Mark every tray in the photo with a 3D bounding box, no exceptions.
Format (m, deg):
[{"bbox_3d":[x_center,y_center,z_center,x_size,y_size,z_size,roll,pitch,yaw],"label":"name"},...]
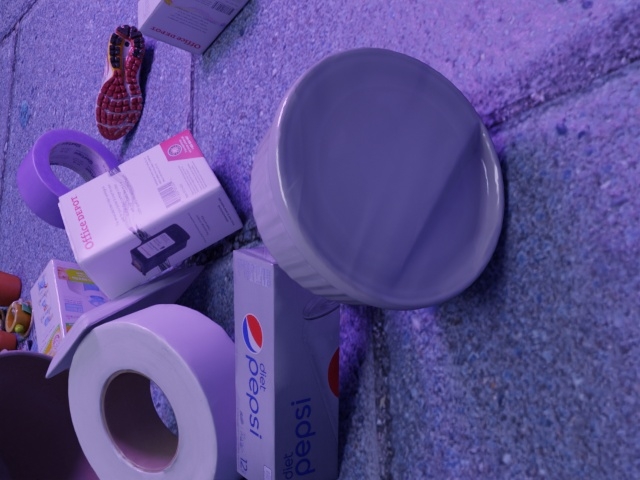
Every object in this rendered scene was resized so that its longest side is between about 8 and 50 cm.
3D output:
[{"bbox_3d":[-0.299,0.112,1.303,0.030,0.270,0.145,48,124,8],"label":"tray"}]

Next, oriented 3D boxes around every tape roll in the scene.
[{"bbox_3d":[-0.220,0.237,1.185,0.286,0.100,0.286,9,106,32],"label":"tape roll"},{"bbox_3d":[-0.481,-0.118,1.645,0.080,0.189,0.189,-40,50,37],"label":"tape roll"}]

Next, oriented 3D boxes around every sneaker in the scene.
[{"bbox_3d":[-0.395,-0.309,1.696,0.093,0.088,0.225,-175,97,-73],"label":"sneaker"}]

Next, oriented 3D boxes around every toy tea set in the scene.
[{"bbox_3d":[-0.752,0.193,1.951,0.336,0.124,0.200,35,107,51],"label":"toy tea set"}]

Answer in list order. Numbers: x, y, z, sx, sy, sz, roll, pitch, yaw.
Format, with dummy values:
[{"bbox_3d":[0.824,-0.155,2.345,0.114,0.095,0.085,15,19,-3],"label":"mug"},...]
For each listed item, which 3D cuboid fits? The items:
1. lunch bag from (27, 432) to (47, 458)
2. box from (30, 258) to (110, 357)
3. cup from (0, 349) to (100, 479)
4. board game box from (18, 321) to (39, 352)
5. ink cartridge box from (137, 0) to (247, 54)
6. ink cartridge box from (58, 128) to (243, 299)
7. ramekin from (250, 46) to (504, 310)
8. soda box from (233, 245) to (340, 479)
[{"bbox_3d":[-0.603,0.389,1.659,0.224,0.108,0.279,42,107,27],"label":"lunch bag"},{"bbox_3d":[-0.464,0.151,1.603,0.103,0.114,0.203,-48,46,31],"label":"box"},{"bbox_3d":[-0.537,0.380,1.423,0.237,0.331,0.331,-31,56,32],"label":"cup"},{"bbox_3d":[-0.590,0.266,1.776,0.194,0.060,0.194,41,111,49],"label":"board game box"},{"bbox_3d":[-0.214,-0.411,1.441,0.175,0.127,0.072,-36,52,40],"label":"ink cartridge box"},{"bbox_3d":[-0.266,-0.043,1.322,0.237,0.100,0.172,-29,46,-5],"label":"ink cartridge box"},{"bbox_3d":[0.051,-0.053,0.898,0.127,0.273,0.273,-26,59,60],"label":"ramekin"},{"bbox_3d":[-0.039,0.150,1.015,0.091,0.098,0.286,16,109,53],"label":"soda box"}]
